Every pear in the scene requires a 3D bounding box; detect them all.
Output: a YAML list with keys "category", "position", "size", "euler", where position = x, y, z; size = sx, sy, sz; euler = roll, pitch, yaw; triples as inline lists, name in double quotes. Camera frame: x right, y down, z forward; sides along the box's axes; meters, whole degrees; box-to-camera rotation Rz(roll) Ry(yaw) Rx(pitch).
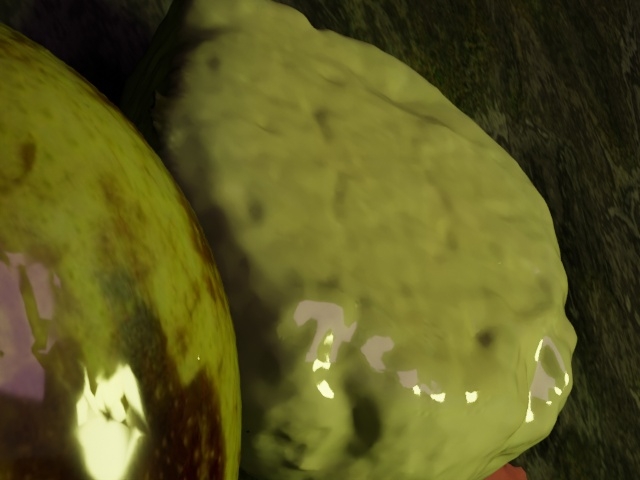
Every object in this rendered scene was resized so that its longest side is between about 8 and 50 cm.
- category: "pear"
  position: [-0.151, 0.060, 0.584]
  size: [0.283, 0.284, 0.283]
  euler: [49, 27, -37]

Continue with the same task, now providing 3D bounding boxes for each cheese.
- category: "cheese"
  position: [0.000, 0.000, 1.094]
  size: [0.326, 0.115, 0.318]
  euler: [50, 34, 15]

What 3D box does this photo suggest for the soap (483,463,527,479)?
- category: "soap"
  position: [0.079, 0.232, 1.143]
  size: [0.182, 0.112, 0.289]
  euler: [66, 20, -7]
